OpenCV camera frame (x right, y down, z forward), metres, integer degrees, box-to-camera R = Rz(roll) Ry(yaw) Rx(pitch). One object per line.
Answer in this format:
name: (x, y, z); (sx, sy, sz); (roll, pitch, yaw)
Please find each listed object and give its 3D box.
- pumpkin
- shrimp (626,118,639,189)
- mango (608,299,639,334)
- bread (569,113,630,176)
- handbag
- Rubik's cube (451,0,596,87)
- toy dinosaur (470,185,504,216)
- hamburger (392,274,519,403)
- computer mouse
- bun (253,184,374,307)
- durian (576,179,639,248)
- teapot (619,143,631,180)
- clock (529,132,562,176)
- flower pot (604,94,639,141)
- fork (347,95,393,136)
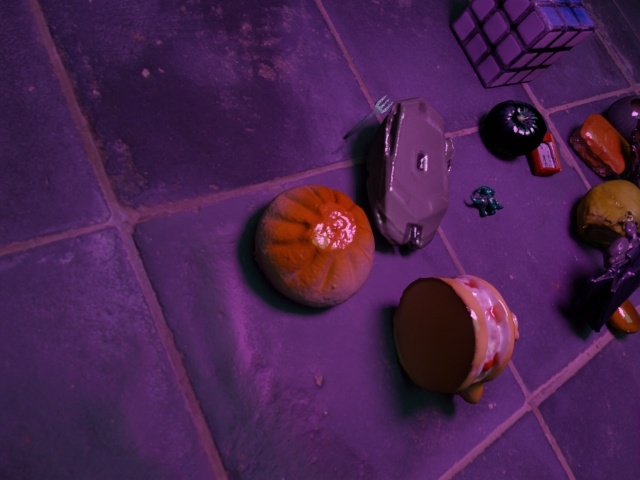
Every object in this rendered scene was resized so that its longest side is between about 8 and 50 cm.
pumpkin: (0.657, -0.379, 1.473); (0.202, 0.140, 0.202); (1, 69, -2)
shrimp: (1.165, -0.214, 1.554); (0.272, 0.085, 0.445); (-43, 125, -64)
mango: (0.975, 0.225, 1.412); (0.103, 0.076, 0.161); (0, 66, -20)
bread: (1.088, -0.367, 1.684); (0.245, 0.121, 0.174); (47, 57, -6)
handbag: (0.896, 0.094, 1.299); (0.326, 0.269, 0.118); (-36, 50, -22)
Rubik's cube: (0.725, -0.779, 1.577); (0.301, 0.304, 0.305); (-16, 76, -29)
toy dinosaur: (0.514, -0.128, 1.356); (0.132, 0.059, 0.096); (-5, 63, -36)
hamburger: (0.316, 0.230, 1.001); (0.186, 0.261, 0.302); (4, 86, -28)
computer mouse: (0.232, -0.184, 1.194); (0.228, 0.145, 0.428); (13, 76, -28)
bun: (0.000, 0.000, 0.991); (0.299, 0.165, 0.298); (9, 65, -20)
durian: (1.014, -0.088, 1.502); (0.256, 0.204, 0.339); (47, 48, -25)
teapot: (1.316, -0.292, 1.740); (0.268, 0.185, 0.175); (-21, 109, -7)
clock: (0.793, -0.308, 1.557); (0.113, 0.061, 0.155); (-2, 74, -26)
flower pot: (1.323, -0.509, 1.833); (0.243, 0.157, 0.189); (13, 66, -21)
fork: (0.141, -0.366, 1.294); (0.039, 0.021, 0.235); (43, 59, 1)
